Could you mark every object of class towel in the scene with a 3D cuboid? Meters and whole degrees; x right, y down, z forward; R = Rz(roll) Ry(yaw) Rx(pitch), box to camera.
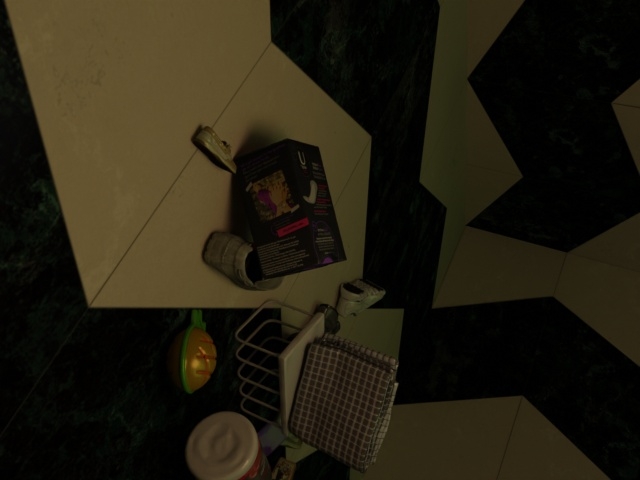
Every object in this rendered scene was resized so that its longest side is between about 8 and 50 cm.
[{"bbox_3d":[0.057,0.397,1.452,0.121,0.234,0.284,0,106,-58],"label":"towel"}]

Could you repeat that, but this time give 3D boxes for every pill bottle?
[{"bbox_3d":[-0.217,0.582,1.468,0.176,0.176,0.319,-56,152,-35],"label":"pill bottle"}]

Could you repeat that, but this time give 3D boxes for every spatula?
[{"bbox_3d":[-0.209,0.652,1.696,0.296,0.030,0.084,-45,110,-40],"label":"spatula"}]

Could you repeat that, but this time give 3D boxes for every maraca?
[{"bbox_3d":[-0.266,0.231,1.222,0.186,0.099,0.127,-87,176,-47],"label":"maraca"}]

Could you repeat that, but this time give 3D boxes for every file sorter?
[{"bbox_3d":[-0.110,0.326,1.538,0.193,0.173,0.278,-44,144,-48],"label":"file sorter"}]

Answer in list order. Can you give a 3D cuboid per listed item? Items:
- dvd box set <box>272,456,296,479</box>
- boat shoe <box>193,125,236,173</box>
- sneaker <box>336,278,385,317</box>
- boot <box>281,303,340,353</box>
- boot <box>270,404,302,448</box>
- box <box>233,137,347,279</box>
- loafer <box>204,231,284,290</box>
[{"bbox_3d":[-0.196,0.861,1.621,0.420,0.062,0.308,-54,162,-54],"label":"dvd box set"},{"bbox_3d":[-0.197,-0.176,1.145,0.045,0.050,0.135,-62,156,-11],"label":"boat shoe"},{"bbox_3d":[0.144,0.214,2.151,0.292,0.110,0.118,-1,115,-58],"label":"sneaker"},{"bbox_3d":[-0.020,0.290,1.828,0.338,0.118,0.223,86,26,-63],"label":"boot"},{"bbox_3d":[-0.090,0.578,1.881,0.213,0.077,0.165,44,65,-57],"label":"boot"},{"bbox_3d":[-0.064,-0.066,1.273,0.165,0.143,0.271,-3,79,-66],"label":"box"},{"bbox_3d":[-0.149,0.064,1.344,0.319,0.111,0.112,33,76,-66],"label":"loafer"}]
